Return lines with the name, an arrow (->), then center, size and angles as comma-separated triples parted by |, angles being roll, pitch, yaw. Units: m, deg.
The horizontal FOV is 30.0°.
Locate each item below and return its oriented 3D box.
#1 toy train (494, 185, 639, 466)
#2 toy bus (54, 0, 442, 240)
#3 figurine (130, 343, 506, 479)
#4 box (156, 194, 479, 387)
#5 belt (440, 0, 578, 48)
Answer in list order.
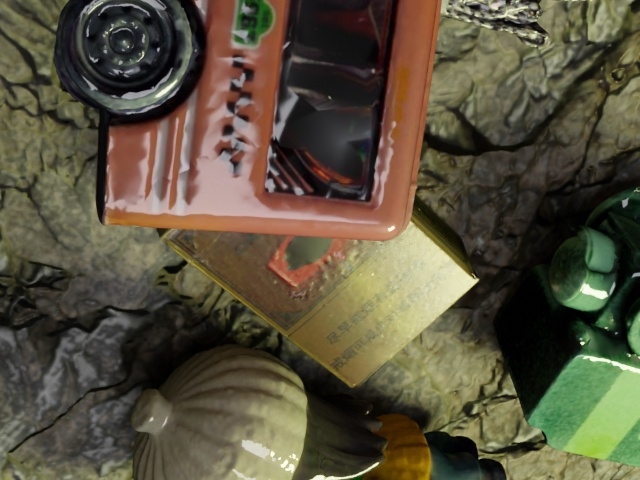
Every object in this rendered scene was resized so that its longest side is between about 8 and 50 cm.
toy train -> 0.313, 0.086, 1.073 | 0.299, 0.167, 0.238 | 17, 123, -20
toy bus -> -0.031, -0.215, 0.713 | 0.233, 0.203, 0.427 | 6, 95, -13
figurine -> -0.002, 0.185, 1.041 | 0.332, 0.185, 0.205 | -4, 104, -21
box -> 0.000, 0.000, 0.992 | 0.159, 0.071, 0.240 | -41, 121, 12
belt -> 0.035, -0.196, 0.877 | 0.359, 0.094, 0.126 | -10, 115, -10
